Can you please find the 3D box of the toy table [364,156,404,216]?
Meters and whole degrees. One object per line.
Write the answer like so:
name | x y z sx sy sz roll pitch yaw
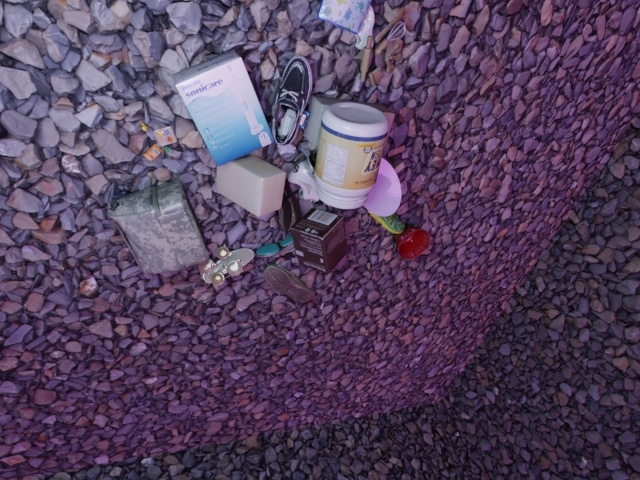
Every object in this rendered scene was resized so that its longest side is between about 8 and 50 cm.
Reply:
toy table | 0.230 -0.249 1.653 0.252 0.161 0.274 -11 117 9

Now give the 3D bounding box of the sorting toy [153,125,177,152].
sorting toy | -0.518 -0.338 1.360 0.062 0.012 0.083 -22 130 -11

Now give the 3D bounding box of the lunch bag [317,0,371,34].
lunch bag | 0.070 -0.751 1.286 0.151 0.096 0.129 0 124 -38

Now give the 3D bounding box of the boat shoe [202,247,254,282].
boat shoe | -0.392 0.107 1.727 0.233 0.084 0.079 -31 170 -11

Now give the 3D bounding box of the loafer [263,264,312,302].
loafer | -0.157 0.197 1.889 0.268 0.092 0.102 39 98 -24

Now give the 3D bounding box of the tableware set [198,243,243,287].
tableware set | -0.414 0.107 1.669 0.168 0.020 0.141 -34 91 -9

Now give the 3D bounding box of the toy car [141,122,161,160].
toy car | -0.575 -0.317 1.329 0.060 0.040 0.122 -24 130 -4

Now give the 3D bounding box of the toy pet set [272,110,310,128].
toy pet set | -0.098 -0.464 1.457 0.114 0.065 0.122 24 108 -2

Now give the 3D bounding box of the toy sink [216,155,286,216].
toy sink | -0.256 -0.216 1.484 0.131 0.234 0.153 -28 138 -46

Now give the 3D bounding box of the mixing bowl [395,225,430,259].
mixing bowl | 0.446 -0.004 2.025 0.181 0.098 0.181 -14 129 -18

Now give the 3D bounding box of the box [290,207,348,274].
box | 0.000 0.000 1.725 0.167 0.168 0.203 -46 141 -36

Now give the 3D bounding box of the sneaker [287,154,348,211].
sneaker | -0.009 -0.207 1.656 0.146 0.122 0.330 -30 135 21

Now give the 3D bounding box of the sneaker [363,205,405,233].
sneaker | 0.315 -0.127 1.862 0.123 0.109 0.295 -45 131 15

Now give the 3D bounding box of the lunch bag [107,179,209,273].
lunch bag | -0.566 -0.039 1.425 0.256 0.212 0.305 -20 130 -12

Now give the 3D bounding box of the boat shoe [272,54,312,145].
boat shoe | -0.103 -0.471 1.366 0.108 0.102 0.301 18 107 0

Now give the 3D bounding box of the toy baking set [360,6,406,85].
toy baking set | 0.221 -0.678 1.424 0.196 0.030 0.256 -33 151 -22

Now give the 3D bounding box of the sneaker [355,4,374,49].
sneaker | 0.147 -0.727 1.370 0.061 0.054 0.152 -15 130 -12

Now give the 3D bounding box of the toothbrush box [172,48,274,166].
toothbrush box | -0.310 -0.428 1.319 0.216 0.126 0.295 -26 132 -5

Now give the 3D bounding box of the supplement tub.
supplement tub | 0.099 -0.292 1.406 0.228 0.228 0.316 -8 131 -21

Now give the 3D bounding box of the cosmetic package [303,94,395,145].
cosmetic package | 0.107 -0.439 1.527 0.309 0.113 0.160 -3 126 -25

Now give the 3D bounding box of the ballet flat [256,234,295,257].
ballet flat | -0.175 0.038 1.771 0.213 0.072 0.068 -23 135 -9

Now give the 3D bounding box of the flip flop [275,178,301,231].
flip flop | -0.160 -0.158 1.625 0.112 0.080 0.277 -45 133 -27
